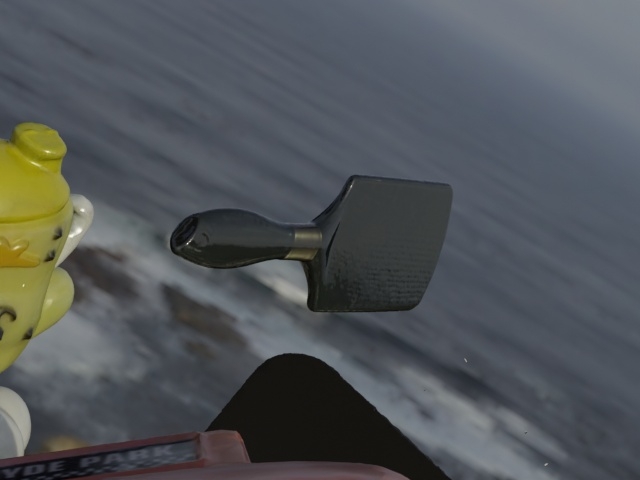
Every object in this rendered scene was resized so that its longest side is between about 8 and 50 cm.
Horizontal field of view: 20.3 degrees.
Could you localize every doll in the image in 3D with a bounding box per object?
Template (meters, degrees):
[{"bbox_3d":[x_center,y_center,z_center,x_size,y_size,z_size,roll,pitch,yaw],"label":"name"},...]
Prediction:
[{"bbox_3d":[-0.138,0.032,0.672,0.106,0.162,0.062,-5,32,-39],"label":"doll"}]

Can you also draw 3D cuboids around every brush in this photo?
[{"bbox_3d":[0.000,0.000,0.743,0.016,0.063,0.193,21,9,30],"label":"brush"}]

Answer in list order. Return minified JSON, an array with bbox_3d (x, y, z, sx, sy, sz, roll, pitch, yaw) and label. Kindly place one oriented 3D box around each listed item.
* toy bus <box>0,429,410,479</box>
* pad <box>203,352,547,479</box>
[{"bbox_3d":[-0.038,0.261,0.460,0.203,0.427,0.233,-8,10,-6],"label":"toy bus"},{"bbox_3d":[0.071,0.245,1.247,0.375,0.315,0.063,44,21,9],"label":"pad"}]
